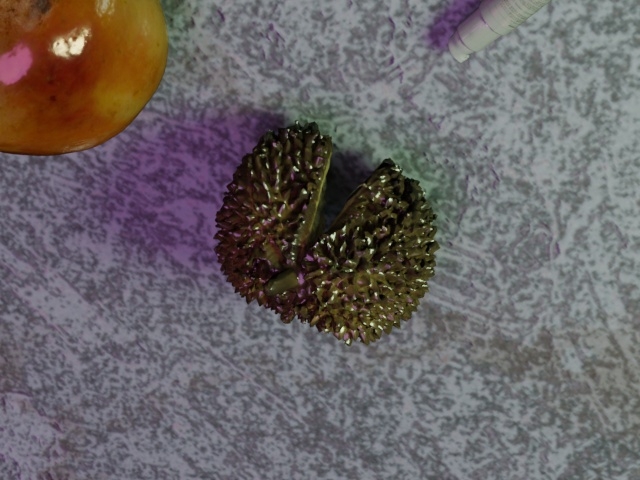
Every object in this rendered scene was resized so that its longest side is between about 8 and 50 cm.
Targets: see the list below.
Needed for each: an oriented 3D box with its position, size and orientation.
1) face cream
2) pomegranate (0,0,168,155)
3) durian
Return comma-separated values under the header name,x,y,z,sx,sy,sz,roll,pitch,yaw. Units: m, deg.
name,x,y,z,sx,sy,sz,roll,pitch,yaw
face cream,0.148,-0.182,1.477,0.034,0.034,0.130,44,124,-12
pomegranate,-0.227,-0.159,1.525,0.209,0.209,0.209,9,124,13
durian,0.000,0.000,1.553,0.196,0.196,0.167,9,119,14
